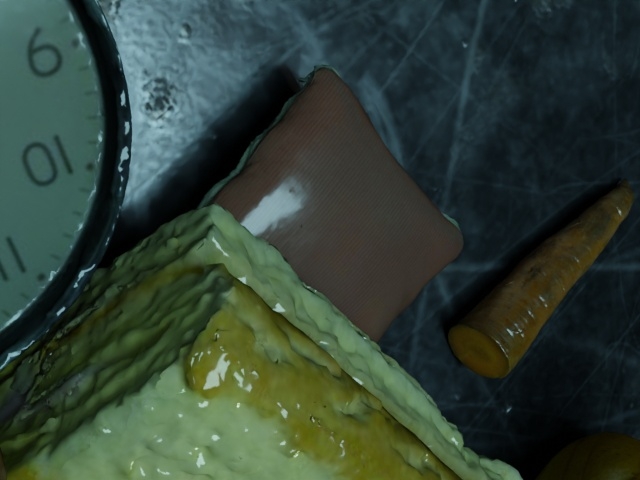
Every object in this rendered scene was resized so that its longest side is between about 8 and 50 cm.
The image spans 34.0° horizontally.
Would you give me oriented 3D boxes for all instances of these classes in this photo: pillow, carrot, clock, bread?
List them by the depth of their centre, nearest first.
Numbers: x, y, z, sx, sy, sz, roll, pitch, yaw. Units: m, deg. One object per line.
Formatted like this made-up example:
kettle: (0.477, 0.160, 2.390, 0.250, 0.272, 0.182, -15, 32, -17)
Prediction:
clock: (-0.245, -0.050, 0.513, 0.313, 0.061, 0.312, -11, 115, -25)
bread: (-0.024, 0.177, 0.649, 0.237, 0.165, 0.375, -38, 119, 17)
pillow: (0.000, 0.000, 0.704, 0.171, 0.075, 0.179, -50, 120, -15)
carrot: (0.196, 0.020, 0.850, 0.224, 0.057, 0.057, -42, 118, -23)

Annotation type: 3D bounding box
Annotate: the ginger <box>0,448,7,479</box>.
ginger: (-0.306, 0.184, 0.440, 0.418, 0.176, 0.254, -44, 111, -3)

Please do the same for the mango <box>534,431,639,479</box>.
mango: (0.220, 0.251, 0.811, 0.138, 0.187, 0.257, 40, 52, -8)
